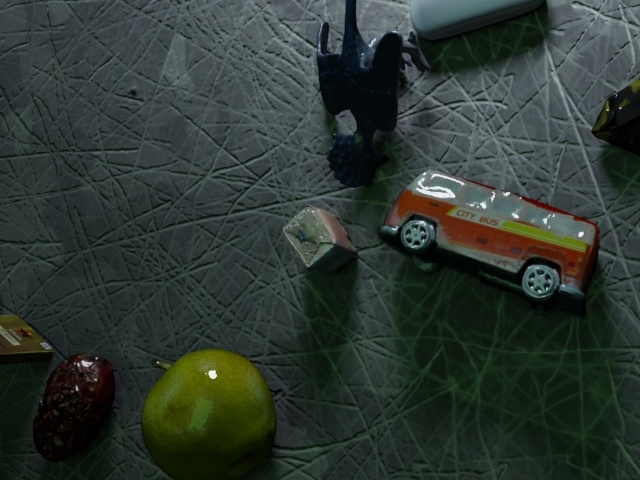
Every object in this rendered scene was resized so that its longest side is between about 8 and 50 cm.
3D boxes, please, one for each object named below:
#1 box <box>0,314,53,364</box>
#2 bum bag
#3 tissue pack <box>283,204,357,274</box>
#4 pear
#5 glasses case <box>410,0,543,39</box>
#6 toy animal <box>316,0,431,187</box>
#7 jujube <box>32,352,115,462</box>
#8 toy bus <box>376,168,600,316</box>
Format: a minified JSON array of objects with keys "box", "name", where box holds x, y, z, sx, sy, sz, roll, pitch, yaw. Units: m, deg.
[{"box":[-0.461,0.143,1.254,0.090,0.133,0.023,39,99,18],"name":"box"},{"box":[0.441,-0.115,1.013,0.232,0.060,0.107,34,104,22],"name":"bum bag"},{"box":[0.000,0.000,1.133,0.058,0.094,0.074,-37,72,12],"name":"tissue pack"},{"box":[-0.155,0.215,1.137,0.180,0.166,0.216,-57,47,18],"name":"pear"},{"box":[0.205,-0.315,1.128,0.178,0.045,0.067,-14,79,18],"name":"glasses case"},{"box":[0.055,-0.205,1.111,0.176,0.239,0.256,-36,116,-16],"name":"toy animal"},{"box":[-0.352,0.240,1.226,0.104,0.104,0.166,24,96,20],"name":"jujube"},{"box":[0.207,0.000,1.055,0.265,0.121,0.120,20,81,21],"name":"toy bus"}]
